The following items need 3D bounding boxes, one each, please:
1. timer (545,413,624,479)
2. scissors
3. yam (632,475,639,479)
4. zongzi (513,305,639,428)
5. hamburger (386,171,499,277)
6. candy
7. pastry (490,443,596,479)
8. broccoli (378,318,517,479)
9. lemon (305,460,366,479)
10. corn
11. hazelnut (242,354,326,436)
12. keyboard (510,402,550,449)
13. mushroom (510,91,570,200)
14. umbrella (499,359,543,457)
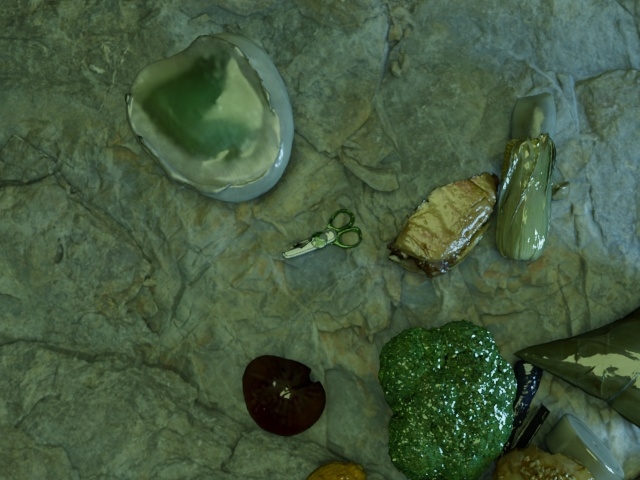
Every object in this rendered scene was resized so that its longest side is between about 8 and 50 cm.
[{"bbox_3d":[0.517,0.540,1.592,0.175,0.175,0.266,46,104,10],"label":"timer"},{"bbox_3d":[0.000,0.000,1.767,0.204,0.027,0.101,-25,76,-3],"label":"scissors"},{"bbox_3d":[0.713,0.565,1.600,0.252,0.061,0.061,-23,79,1],"label":"yam"},{"bbox_3d":[0.688,0.204,1.605,0.392,0.174,0.356,28,82,6],"label":"zongzi"},{"bbox_3d":[0.294,-0.034,1.689,0.282,0.155,0.245,-4,82,1],"label":"hamburger"},{"bbox_3d":[-0.251,-0.294,1.757,0.386,0.186,0.427,-34,81,6],"label":"candy"},{"bbox_3d":[0.464,0.589,1.477,0.255,0.162,0.311,-11,105,26],"label":"pastry"},{"bbox_3d":[0.276,0.353,1.553,0.321,0.310,0.413,-27,114,5],"label":"broccoli"},{"bbox_3d":[0.030,0.573,1.603,0.142,0.142,0.187,43,88,10],"label":"lemon"},{"bbox_3d":[0.482,-0.102,1.671,0.123,0.122,0.305,4,103,19],"label":"corn"},{"bbox_3d":[-0.091,0.353,1.639,0.178,0.178,0.204,-40,80,-4],"label":"hazelnut"},{"bbox_3d":[0.479,0.450,1.645,0.155,0.053,0.010,-54,38,-7],"label":"keyboard"},{"bbox_3d":[0.533,-0.226,1.742,0.118,0.103,0.270,-10,90,11],"label":"mushroom"},{"bbox_3d":[0.456,0.385,1.655,0.070,0.071,0.248,19,91,7],"label":"umbrella"}]
